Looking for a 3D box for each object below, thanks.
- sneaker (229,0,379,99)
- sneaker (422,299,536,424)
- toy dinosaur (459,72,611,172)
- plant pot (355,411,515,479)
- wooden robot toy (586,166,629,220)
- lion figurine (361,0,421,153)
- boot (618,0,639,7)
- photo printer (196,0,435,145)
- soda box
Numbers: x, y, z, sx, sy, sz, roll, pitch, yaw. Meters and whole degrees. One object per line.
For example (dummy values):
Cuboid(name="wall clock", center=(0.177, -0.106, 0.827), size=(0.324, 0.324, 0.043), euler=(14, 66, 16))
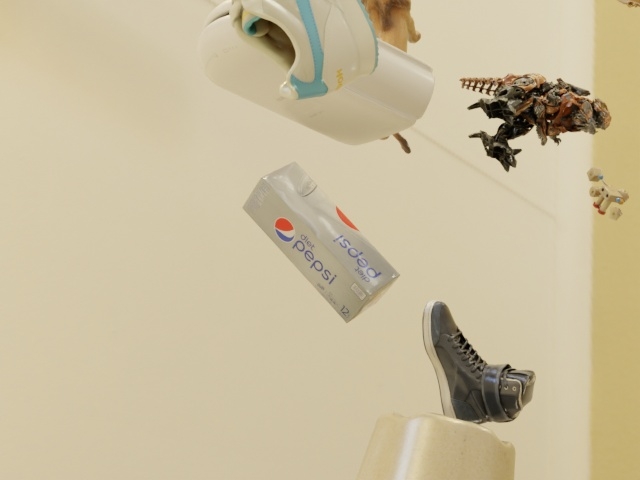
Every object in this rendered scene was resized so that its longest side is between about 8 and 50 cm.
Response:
Cuboid(name="sneaker", center=(-0.042, -0.230, 0.795), size=(0.092, 0.087, 0.229), euler=(-28, -97, -20))
Cuboid(name="sneaker", center=(0.267, 0.198, 1.527), size=(0.086, 0.163, 0.226), euler=(-23, -82, -53))
Cuboid(name="toy dinosaur", center=(0.419, -0.265, 1.870), size=(0.218, 0.322, 0.164), euler=(-38, -64, -25))
Cuboid(name="plant pot", center=(0.161, 0.436, 1.384), size=(0.334, 0.333, 0.306), euler=(34, -120, -35))
Cuboid(name="wooden robot toy", center=(0.737, -0.111, 2.324), size=(0.079, 0.076, 0.173), euler=(3, -139, -21))
Cuboid(name="lion figurine", center=(0.139, -0.400, 1.939), size=(0.240, 0.142, 0.392), euler=(46, -146, -64))
Cuboid(name="boot", center=(0.696, -0.471, 1.739), size=(0.295, 0.211, 0.104), euler=(12, -78, -5))
Cuboid(name="photo printer", center=(-0.024, -0.248, 1.328), size=(0.307, 0.256, 0.107), euler=(23, -100, -20))
Cuboid(name="soda box", center=(0.000, 0.000, 1.615), size=(0.286, 0.091, 0.098), euler=(48, -136, 13))
